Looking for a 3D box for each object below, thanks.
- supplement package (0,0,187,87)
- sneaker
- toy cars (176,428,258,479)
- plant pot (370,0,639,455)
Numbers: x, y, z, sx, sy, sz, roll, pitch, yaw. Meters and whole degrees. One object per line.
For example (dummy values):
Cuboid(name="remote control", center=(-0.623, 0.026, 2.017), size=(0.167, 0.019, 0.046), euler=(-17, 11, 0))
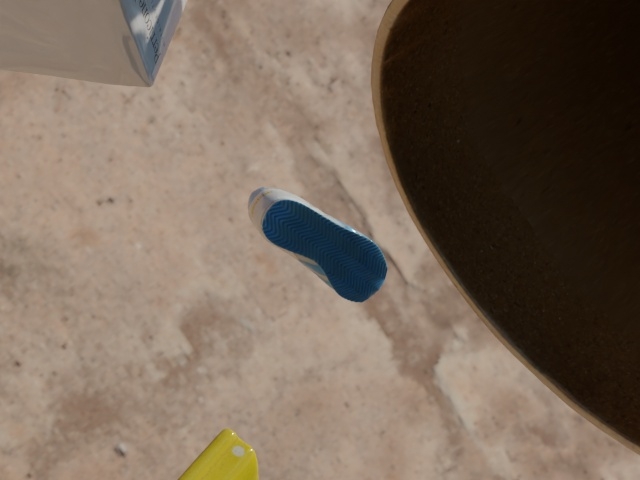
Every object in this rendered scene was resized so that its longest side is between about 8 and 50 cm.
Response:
Cuboid(name="supplement package", center=(-0.172, -0.280, 0.847), size=(0.177, 0.175, 0.293), euler=(78, 24, -56))
Cuboid(name="sneaker", center=(0.000, 0.000, 1.589), size=(0.229, 0.087, 0.092), euler=(38, 2, -33))
Cuboid(name="toy cars", center=(-0.129, 0.337, 0.964), size=(0.087, 0.393, 0.176), euler=(30, 4, 17))
Cuboid(name="plant pot", center=(0.190, -0.071, 0.464), size=(0.254, 0.237, 0.237), euler=(-41, 97, -22))
